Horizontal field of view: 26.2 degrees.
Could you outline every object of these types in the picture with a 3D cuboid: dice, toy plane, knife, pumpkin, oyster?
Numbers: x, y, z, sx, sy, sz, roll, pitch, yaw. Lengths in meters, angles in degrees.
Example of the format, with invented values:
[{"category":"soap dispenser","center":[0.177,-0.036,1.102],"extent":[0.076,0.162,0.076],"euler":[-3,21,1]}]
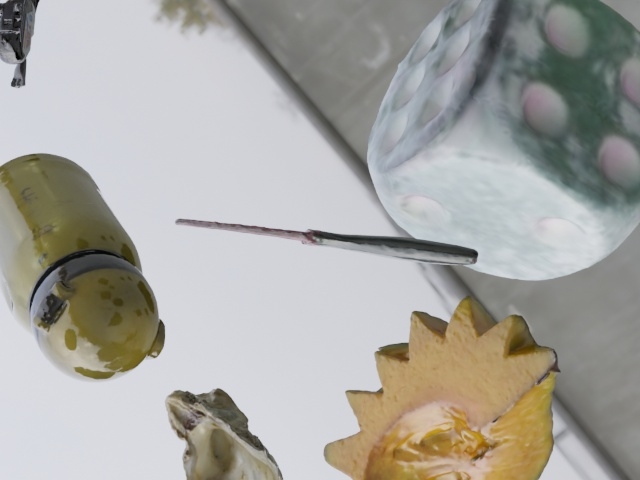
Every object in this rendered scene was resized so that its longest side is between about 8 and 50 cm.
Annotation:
[{"category":"dice","center":[0.284,-0.162,1.997],"extent":[0.348,0.330,0.328],"euler":[32,-119,-21]},{"category":"toy plane","center":[-0.414,-0.314,1.886],"extent":[0.078,0.053,0.197],"euler":[57,-145,-71]},{"category":"knife","center":[0.000,0.000,1.066],"extent":[0.247,0.018,0.035],"euler":[6,-178,15]},{"category":"pumpkin","center":[0.113,0.159,1.183],"extent":[0.149,0.254,0.130],"euler":[26,-157,-47]},{"category":"oyster","center":[-0.107,0.280,1.675],"extent":[0.107,0.161,0.233],"euler":[21,-151,-56]}]

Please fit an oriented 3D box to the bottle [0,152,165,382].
[{"category":"bottle","center":[-0.295,0.041,1.619],"extent":[0.171,0.171,0.351],"euler":[42,-176,-37]}]
